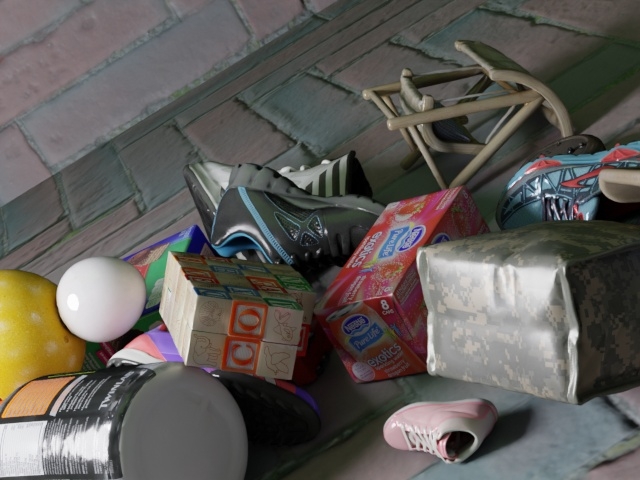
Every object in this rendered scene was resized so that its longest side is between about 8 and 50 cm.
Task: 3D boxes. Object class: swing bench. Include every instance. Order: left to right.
[{"bbox_3d":[0.228,-0.204,2.151,0.254,0.165,0.253,-29,19,2],"label":"swing bench"}]

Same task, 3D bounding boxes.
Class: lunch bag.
[{"bbox_3d":[0.281,0.060,1.418,0.287,0.169,0.235,-12,10,-33],"label":"lunch bag"}]

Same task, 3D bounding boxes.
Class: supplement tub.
[{"bbox_3d":[-0.268,0.259,1.672,0.338,0.207,0.207,-10,28,44],"label":"supplement tub"}]

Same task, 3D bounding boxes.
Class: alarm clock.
[{"bbox_3d":[0.340,-0.105,1.910,0.129,0.064,0.192,-21,19,25],"label":"alarm clock"}]

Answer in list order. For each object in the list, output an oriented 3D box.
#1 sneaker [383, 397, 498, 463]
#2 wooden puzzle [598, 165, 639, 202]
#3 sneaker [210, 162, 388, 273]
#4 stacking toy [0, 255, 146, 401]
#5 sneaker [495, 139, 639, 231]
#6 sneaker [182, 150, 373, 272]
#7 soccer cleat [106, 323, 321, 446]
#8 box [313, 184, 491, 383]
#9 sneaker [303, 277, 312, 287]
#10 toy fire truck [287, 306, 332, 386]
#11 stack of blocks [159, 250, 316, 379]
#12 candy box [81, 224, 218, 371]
[{"bbox_3d":[0.120,0.208,1.472,0.134,0.051,0.070,-15,20,28],"label":"sneaker"},{"bbox_3d":[0.459,-0.050,1.340,0.322,0.081,0.348,-3,-1,2],"label":"wooden puzzle"},{"bbox_3d":[0.000,0.000,1.977,0.340,0.125,0.140,16,71,27],"label":"sneaker"},{"bbox_3d":[-0.449,0.160,1.912,0.480,0.351,0.350,-24,21,18],"label":"stacking toy"},{"bbox_3d":[0.330,-0.050,1.726,0.262,0.104,0.125,-18,25,32],"label":"sneaker"},{"bbox_3d":[-0.057,-0.059,2.270,0.257,0.169,0.447,-25,26,-12],"label":"sneaker"},{"bbox_3d":[-0.121,0.171,1.730,0.318,0.109,0.116,9,39,33],"label":"soccer cleat"},{"bbox_3d":[0.116,0.052,1.749,0.128,0.123,0.257,-14,25,37],"label":"box"},{"bbox_3d":[-0.064,0.131,1.933,0.188,0.066,0.071,-44,40,-21],"label":"sneaker"},{"bbox_3d":[-0.055,0.163,1.837,0.135,0.047,0.192,-20,22,29],"label":"toy fire truck"},{"bbox_3d":[-0.097,0.089,1.715,0.171,0.087,0.297,8,8,-13],"label":"stack of blocks"},{"bbox_3d":[-0.325,0.134,2.182,0.317,0.122,0.268,-25,21,19],"label":"candy box"}]
